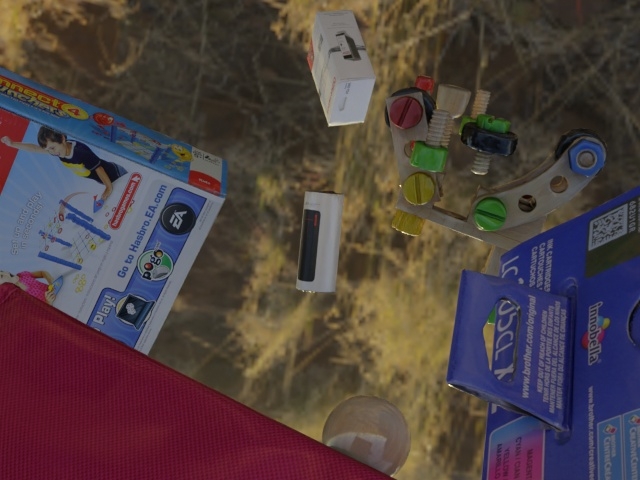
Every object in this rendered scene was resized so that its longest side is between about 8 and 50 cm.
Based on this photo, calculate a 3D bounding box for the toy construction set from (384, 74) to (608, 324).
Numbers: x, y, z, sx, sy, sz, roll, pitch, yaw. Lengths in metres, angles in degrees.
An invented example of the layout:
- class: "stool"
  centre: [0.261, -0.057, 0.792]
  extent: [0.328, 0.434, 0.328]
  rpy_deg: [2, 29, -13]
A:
- class: "toy construction set"
  centre: [0.160, -0.045, 1.396]
  extent: [0.257, 0.237, 0.309]
  rpy_deg: [8, -165, -19]

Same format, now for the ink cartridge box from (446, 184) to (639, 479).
- class: "ink cartridge box"
  centre: [0.251, 0.150, 0.826]
  extent: [0.151, 0.270, 0.395]
  rpy_deg: [-29, 122, 36]

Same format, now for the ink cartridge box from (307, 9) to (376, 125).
- class: "ink cartridge box"
  centre: [0.029, -0.245, 1.724]
  extent: [0.056, 0.135, 0.099]
  rpy_deg: [-6, 146, -15]

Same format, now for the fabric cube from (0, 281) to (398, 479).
- class: "fabric cube"
  centre: [-0.083, 0.220, 0.472]
  extent: [0.258, 0.254, 0.259]
  rpy_deg: [20, 144, 32]

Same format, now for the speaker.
- class: "speaker"
  centre: [0.000, 0.000, 1.641]
  extent: [0.055, 0.136, 0.055]
  rpy_deg: [6, -175, 0]

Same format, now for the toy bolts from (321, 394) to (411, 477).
- class: "toy bolts"
  centre: [0.040, 0.209, 0.853]
  extent: [0.228, 0.158, 0.218]
  rpy_deg: [40, 162, -32]

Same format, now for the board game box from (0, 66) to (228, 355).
- class: "board game box"
  centre: [-0.288, 0.006, 1.182]
  extent: [0.302, 0.086, 0.308]
  rpy_deg: [23, 115, -14]
